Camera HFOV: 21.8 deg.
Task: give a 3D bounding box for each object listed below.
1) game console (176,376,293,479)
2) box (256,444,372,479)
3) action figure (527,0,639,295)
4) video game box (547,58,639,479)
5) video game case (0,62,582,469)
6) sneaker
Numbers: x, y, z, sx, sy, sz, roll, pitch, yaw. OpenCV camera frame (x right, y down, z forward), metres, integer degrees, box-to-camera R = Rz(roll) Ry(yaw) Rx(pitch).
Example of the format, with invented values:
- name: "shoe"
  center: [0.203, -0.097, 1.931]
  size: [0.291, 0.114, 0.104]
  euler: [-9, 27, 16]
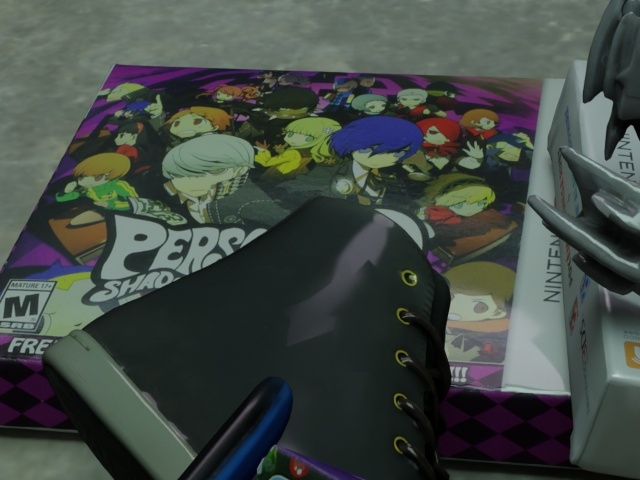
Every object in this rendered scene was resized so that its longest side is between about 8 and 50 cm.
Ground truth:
- name: "game console"
  center: [-0.172, 0.141, 0.380]
  size: [0.250, 0.173, 0.293]
  euler: [15, 40, 25]
- name: "box"
  center: [0.060, 0.179, 0.263]
  size: [0.293, 0.057, 0.201]
  euler: [23, 87, 45]
- name: "action figure"
  center: [0.184, -0.039, 0.534]
  size: [0.185, 0.099, 0.285]
  euler: [35, 47, 12]
- name: "video game box"
  center: [0.186, 0.016, 0.580]
  size: [0.205, 0.048, 0.187]
  euler: [9, 40, -3]
- name: "video game case"
  center: [0.000, 0.000, 0.662]
  size: [0.232, 0.042, 0.210]
  euler: [3, 36, 11]
- name: "sneaker"
  center: [0.021, 0.069, 0.495]
  size: [0.118, 0.083, 0.222]
  euler: [-37, 56, -17]
